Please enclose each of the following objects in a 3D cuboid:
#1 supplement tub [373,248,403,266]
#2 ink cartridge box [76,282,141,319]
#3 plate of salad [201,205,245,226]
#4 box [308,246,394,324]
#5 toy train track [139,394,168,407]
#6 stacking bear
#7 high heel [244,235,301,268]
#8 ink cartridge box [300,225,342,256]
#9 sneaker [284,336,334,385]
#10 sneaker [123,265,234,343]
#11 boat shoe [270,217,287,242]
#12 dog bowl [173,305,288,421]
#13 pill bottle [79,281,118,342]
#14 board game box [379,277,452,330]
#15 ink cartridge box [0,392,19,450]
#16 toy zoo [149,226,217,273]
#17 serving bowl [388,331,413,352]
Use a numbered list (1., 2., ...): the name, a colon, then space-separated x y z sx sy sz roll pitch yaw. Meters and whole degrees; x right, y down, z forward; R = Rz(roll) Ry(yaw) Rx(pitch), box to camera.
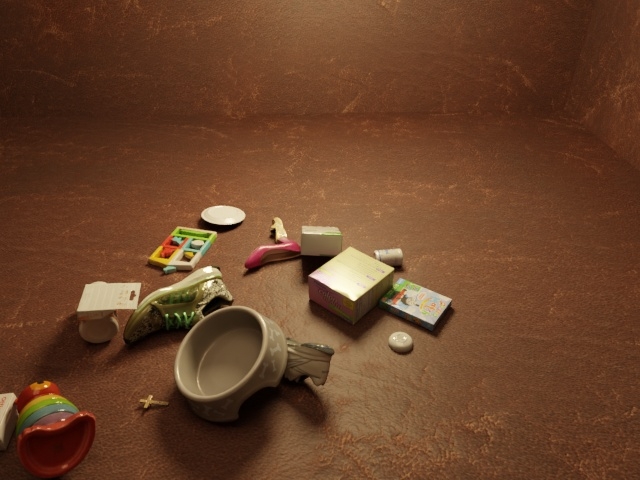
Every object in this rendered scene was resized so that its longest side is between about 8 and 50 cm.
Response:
1. supplement tub: 0.272 0.071 1.935 0.107 0.070 0.071 -6 35 -7
2. ink cartridge box: -0.698 0.199 1.593 0.180 0.045 0.145 1 32 -14
3. plate of salad: -0.451 -0.111 2.225 0.200 0.048 0.199 6 27 -3
4. box: 0.114 0.161 1.769 0.214 0.117 0.243 27 43 33
5. toy train track: -0.490 0.481 1.413 0.084 0.014 0.048 6 28 -1
6. stacking bear: -0.739 0.482 1.293 0.176 0.164 0.289 -8 20 -39
7. high heel: -0.189 0.069 1.953 0.117 0.082 0.244 35 44 27
8. ink cartridge box: 0.000 0.000 1.943 0.161 0.092 0.219 3 8 -2
9. sneaker: -0.097 0.367 1.478 0.297 0.129 0.111 3 -5 39
10. sneaker: -0.473 0.246 1.654 0.411 0.158 0.182 -34 64 -31
11. boat shoe: -0.194 -0.045 2.113 0.059 0.062 0.170 -7 36 -19
12. dog bowl: -0.275 0.346 1.413 0.349 0.102 0.348 -15 44 15
13. pill bottle: -0.769 0.242 1.663 0.121 0.121 0.216 -13 36 -17
14. board game box: 0.345 0.228 1.737 0.212 0.039 0.160 23 41 28
15. ink cartridge box: -0.954 0.509 1.318 0.191 0.082 0.139 -4 36 -7
16. toy zoo: -0.585 0.041 2.023 0.193 0.030 0.293 8 36 12
17. serving bowl: 0.268 0.334 1.597 0.084 0.027 0.083 0 36 0
